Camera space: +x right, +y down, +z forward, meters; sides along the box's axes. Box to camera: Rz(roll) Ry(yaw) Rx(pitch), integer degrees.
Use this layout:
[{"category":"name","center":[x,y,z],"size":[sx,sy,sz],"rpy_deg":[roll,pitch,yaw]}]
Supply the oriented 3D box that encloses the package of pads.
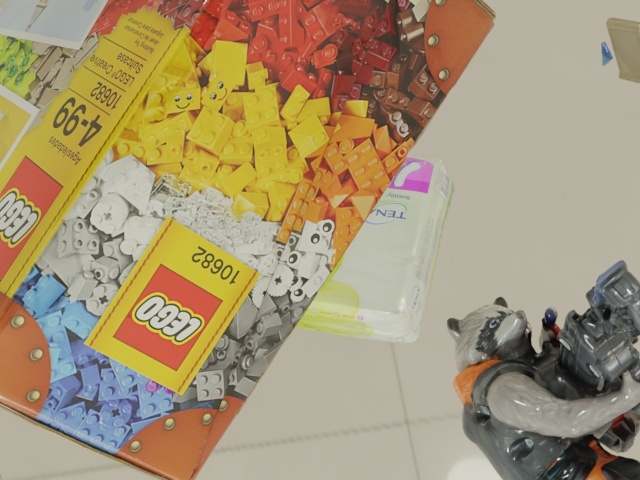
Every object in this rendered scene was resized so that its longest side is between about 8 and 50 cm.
[{"category":"package of pads","center":[0.000,0.000,1.701],"size":[0.296,0.101,0.229],"rpy_deg":[6,66,18]}]

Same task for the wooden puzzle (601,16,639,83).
[{"category":"wooden puzzle","center":[0.350,-0.213,1.535],"size":[0.014,0.116,0.078],"rpy_deg":[-22,118,-15]}]

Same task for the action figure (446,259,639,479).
[{"category":"action figure","center":[0.206,0.170,1.121],"size":[0.178,0.341,0.330],"rpy_deg":[-27,57,-8]}]

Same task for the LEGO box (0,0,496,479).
[{"category":"LEGO box","center":[-0.166,-0.109,1.021],"size":[0.193,0.500,0.372],"rpy_deg":[34,89,-36]}]

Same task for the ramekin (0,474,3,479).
[{"category":"ramekin","center":[-0.352,0.229,1.138],"size":[0.127,0.273,0.273],"rpy_deg":[-18,99,1]}]
